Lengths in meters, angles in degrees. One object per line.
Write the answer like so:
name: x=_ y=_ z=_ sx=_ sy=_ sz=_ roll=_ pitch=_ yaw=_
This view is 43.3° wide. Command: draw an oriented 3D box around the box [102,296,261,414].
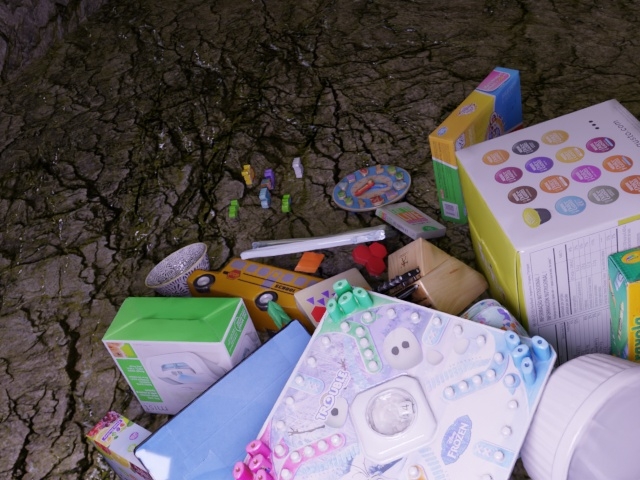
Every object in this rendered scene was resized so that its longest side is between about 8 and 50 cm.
box: x=-0.254 y=0.231 z=1.596 sx=0.262 sy=0.231 sz=0.126 roll=-1 pitch=40 yaw=20

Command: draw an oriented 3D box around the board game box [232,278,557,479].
board game box: x=0.107 y=0.264 z=1.230 sx=0.390 sy=0.050 sz=0.390 roll=15 pitch=62 yaw=30

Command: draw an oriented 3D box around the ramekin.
ramekin: x=0.427 y=0.299 z=1.234 sx=0.273 sy=0.273 sz=0.127 roll=-32 pitch=29 yaw=-18

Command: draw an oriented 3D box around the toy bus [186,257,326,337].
toy bus: x=-0.133 y=0.125 z=1.783 sx=0.333 sy=0.108 sz=0.130 roll=12 pitch=46 yaw=33

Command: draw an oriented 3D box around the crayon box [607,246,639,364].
crayon box: x=0.582 y=0.128 z=1.361 sx=0.165 sy=0.278 sz=0.081 roll=-15 pitch=36 yaw=3

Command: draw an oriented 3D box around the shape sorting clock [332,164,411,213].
shape sorting clock: x=0.130 y=-0.138 z=2.067 sx=0.206 sy=0.040 sz=0.206 roll=-10 pitch=38 yaw=8

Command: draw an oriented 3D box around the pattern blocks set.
pattern blocks set: x=0.049 y=0.139 z=1.653 sx=0.325 sy=0.026 sz=0.285 roll=-13 pitch=61 yaw=-30

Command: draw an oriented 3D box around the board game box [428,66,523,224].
board game box: x=0.380 y=-0.229 z=1.920 sx=0.064 sy=0.242 sz=0.316 roll=18 pitch=50 yaw=35

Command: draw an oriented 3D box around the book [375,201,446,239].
book: x=0.210 y=-0.043 z=1.893 sx=0.096 sy=0.035 sz=0.144 roll=-8 pitch=31 yaw=-37

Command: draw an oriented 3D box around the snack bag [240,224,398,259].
snack bag: x=0.000 y=0.000 z=1.793 sx=0.323 sy=0.037 sz=0.342 roll=-8 pitch=0 yaw=11

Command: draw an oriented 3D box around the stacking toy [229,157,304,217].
stacking toy: x=-0.143 y=-0.136 z=2.169 sx=0.167 sy=0.052 sz=0.221 roll=-7 pitch=40 yaw=16

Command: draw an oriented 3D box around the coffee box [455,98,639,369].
coffee box: x=0.478 y=-0.001 z=1.515 sx=0.334 sy=0.338 sz=0.337 roll=-18 pitch=37 yaw=1

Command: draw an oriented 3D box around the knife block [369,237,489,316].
knife block: x=0.204 y=0.131 z=1.496 sx=0.088 sy=0.276 sz=0.242 roll=-32 pitch=42 yaw=37

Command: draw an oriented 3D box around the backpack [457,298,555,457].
backpack: x=0.287 y=0.247 z=1.367 sx=0.225 sy=0.191 sz=0.253 roll=-33 pitch=75 yaw=-6

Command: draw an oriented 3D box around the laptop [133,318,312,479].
laptop: x=-0.007 y=0.367 z=1.296 sx=0.382 sy=0.236 sz=0.408 roll=-38 pitch=31 yaw=-30

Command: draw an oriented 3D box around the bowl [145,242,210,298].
bowl: x=-0.323 y=0.087 z=1.914 sx=0.170 sy=0.080 sz=0.170 roll=-26 pitch=22 yaw=11

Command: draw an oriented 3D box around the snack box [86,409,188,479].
snack box: x=-0.296 y=0.410 z=1.435 sx=0.207 sy=0.174 sz=0.070 roll=18 pitch=53 yaw=36

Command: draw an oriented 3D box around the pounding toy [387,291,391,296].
pounding toy: x=0.168 y=0.167 z=1.594 sx=0.110 sy=0.183 sz=0.237 roll=-33 pitch=28 yaw=37
